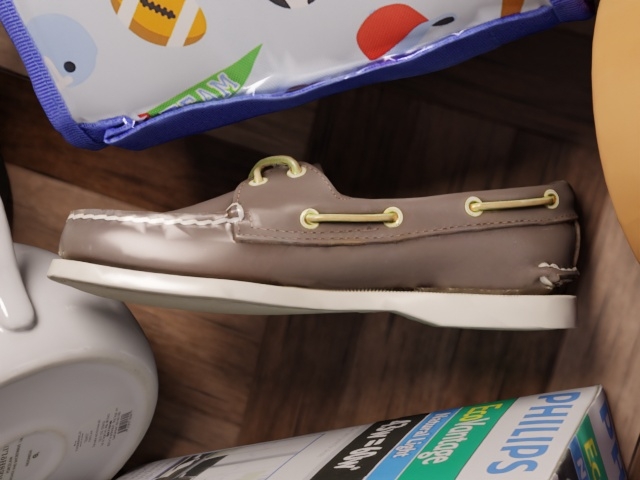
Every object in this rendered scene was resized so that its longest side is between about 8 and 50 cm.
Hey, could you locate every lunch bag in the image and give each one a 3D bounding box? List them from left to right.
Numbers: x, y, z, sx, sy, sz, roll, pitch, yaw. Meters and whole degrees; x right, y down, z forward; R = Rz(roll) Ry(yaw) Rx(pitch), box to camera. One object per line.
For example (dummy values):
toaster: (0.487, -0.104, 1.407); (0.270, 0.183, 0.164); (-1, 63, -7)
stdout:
lunch bag: (-0.040, -0.266, 0.744); (0.328, 0.239, 0.385); (-14, 89, 21)

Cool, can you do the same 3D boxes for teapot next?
teapot: (-0.247, 0.083, 0.902); (0.256, 0.252, 0.187); (-42, 61, 4)

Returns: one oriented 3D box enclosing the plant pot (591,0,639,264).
plant pot: (0.271, -0.071, 0.665); (0.203, 0.291, 0.290); (-9, 98, 37)

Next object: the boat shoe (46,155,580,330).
boat shoe: (0.000, 0.000, 0.811); (0.324, 0.116, 0.096); (4, 86, -4)

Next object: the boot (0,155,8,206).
boot: (-0.337, -0.140, 0.947); (0.115, 0.112, 0.305); (-15, 98, 32)

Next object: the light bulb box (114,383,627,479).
light bulb box: (0.033, 0.312, 0.840); (0.361, 0.225, 0.358); (-14, 96, 22)
